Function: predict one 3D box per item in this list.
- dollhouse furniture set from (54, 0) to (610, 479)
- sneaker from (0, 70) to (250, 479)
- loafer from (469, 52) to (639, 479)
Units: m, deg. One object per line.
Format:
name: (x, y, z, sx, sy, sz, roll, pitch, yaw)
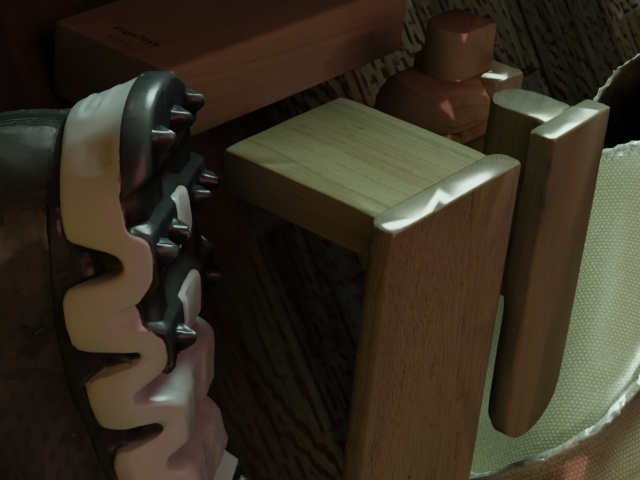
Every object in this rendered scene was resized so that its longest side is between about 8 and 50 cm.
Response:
dollhouse furniture set: (0.000, 0.000, 0.479, 0.144, 0.151, 0.123, -28, 133, -44)
sneaker: (-0.073, 0.072, 0.407, 0.078, 0.106, 0.234, -68, 155, -69)
loafer: (0.099, 0.016, 0.573, 0.092, 0.102, 0.268, 57, 40, -17)
